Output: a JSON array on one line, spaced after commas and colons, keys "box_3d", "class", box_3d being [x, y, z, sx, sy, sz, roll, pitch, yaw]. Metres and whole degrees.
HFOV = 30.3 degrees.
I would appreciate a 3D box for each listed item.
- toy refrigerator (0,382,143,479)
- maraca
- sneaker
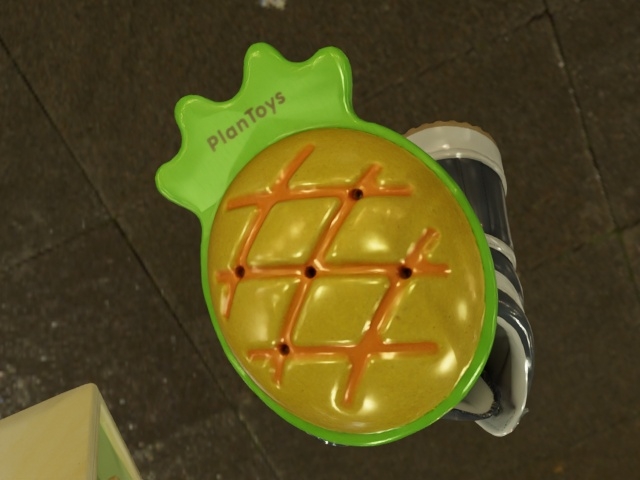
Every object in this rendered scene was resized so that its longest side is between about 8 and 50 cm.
[{"box_3d": [-0.128, 0.174, 0.576, 0.094, 0.269, 0.102, -23, 107, -2], "class": "toy refrigerator"}, {"box_3d": [0.000, 0.000, 0.519, 0.127, 0.186, 0.099, -34, 166, 9], "class": "maraca"}, {"box_3d": [0.043, 0.080, 0.709, 0.099, 0.153, 0.282, 7, 136, -14], "class": "sneaker"}]
